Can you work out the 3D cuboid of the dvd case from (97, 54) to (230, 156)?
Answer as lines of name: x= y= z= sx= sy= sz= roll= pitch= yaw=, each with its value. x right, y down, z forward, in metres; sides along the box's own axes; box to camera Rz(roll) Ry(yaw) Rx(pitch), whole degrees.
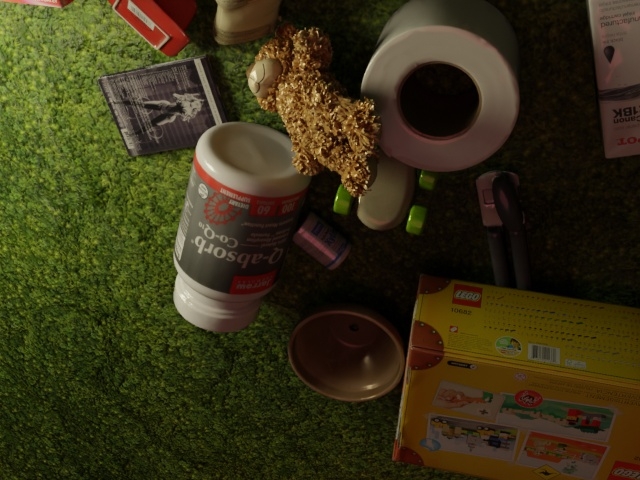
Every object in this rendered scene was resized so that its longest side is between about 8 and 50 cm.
dvd case: x=-0.284 y=-0.245 z=1.606 sx=0.221 sy=0.018 sz=0.164 roll=-7 pitch=120 yaw=18

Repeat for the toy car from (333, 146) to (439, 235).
toy car: x=0.117 y=-0.089 z=1.523 sx=0.155 sy=0.188 sz=0.149 roll=15 pitch=92 yaw=5

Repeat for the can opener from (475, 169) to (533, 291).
can opener: x=0.335 y=0.004 z=1.575 sx=0.076 sy=0.095 sz=0.283 roll=-5 pitch=121 yaw=18

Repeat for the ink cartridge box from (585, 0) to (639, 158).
ink cartridge box: x=0.519 y=-0.276 z=1.330 sx=0.197 sy=0.114 sz=0.272 roll=-7 pitch=122 yaw=17

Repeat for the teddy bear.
teddy bear: x=-0.015 y=-0.210 z=1.386 sx=0.338 sy=0.113 sz=0.245 roll=57 pitch=159 yaw=19

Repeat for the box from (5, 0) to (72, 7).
box: x=-0.501 y=-0.476 z=1.379 sx=0.300 sy=0.142 sz=0.154 roll=13 pitch=135 yaw=24

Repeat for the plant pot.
plant pot: x=0.059 y=0.206 z=1.769 sx=0.237 sy=0.109 sz=0.237 roll=6 pitch=124 yaw=9

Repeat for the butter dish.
butter dish: x=-0.262 y=-0.402 z=1.444 sx=0.160 sy=0.118 sz=0.160 roll=43 pitch=166 yaw=-16

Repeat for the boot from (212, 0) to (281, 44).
boot: x=-0.065 y=-0.425 z=1.375 sx=0.095 sy=0.262 sz=0.203 roll=47 pitch=165 yaw=8

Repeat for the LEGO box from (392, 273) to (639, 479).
LEGO box: x=0.408 y=0.292 z=1.660 sx=0.500 sy=0.193 sz=0.372 roll=9 pitch=134 yaw=8

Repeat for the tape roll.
tape roll: x=0.196 y=-0.255 z=1.391 sx=0.246 sy=0.169 sz=0.246 roll=7 pitch=125 yaw=10

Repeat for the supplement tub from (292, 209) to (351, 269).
supplement tub: x=0.000 y=0.000 z=1.669 sx=0.107 sy=0.071 sz=0.071 roll=38 pitch=123 yaw=-14

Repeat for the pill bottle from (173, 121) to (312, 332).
pill bottle: x=-0.156 y=-0.017 z=1.611 sx=0.210 sy=0.210 sz=0.363 roll=19 pitch=126 yaw=1
